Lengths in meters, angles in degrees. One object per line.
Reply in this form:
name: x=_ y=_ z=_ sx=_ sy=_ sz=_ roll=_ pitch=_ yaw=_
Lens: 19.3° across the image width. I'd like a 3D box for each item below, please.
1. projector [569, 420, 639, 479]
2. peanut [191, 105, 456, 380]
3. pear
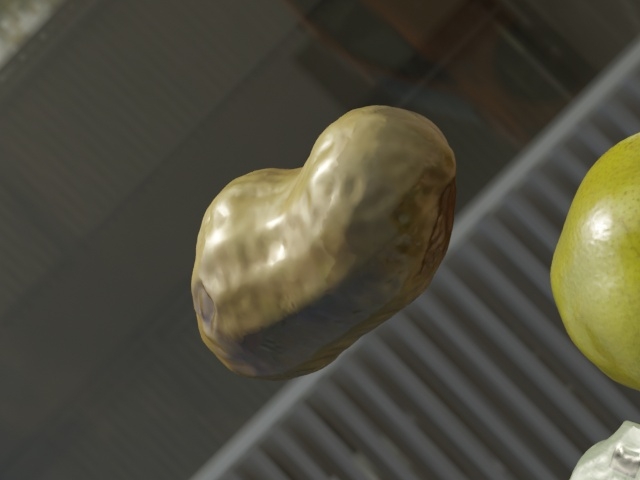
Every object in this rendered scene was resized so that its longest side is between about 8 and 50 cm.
projector: x=0.247 y=0.181 z=0.854 sx=0.198 sy=0.108 sz=0.250 roll=24 pitch=175 yaw=-25
peanut: x=0.000 y=0.000 z=1.064 sx=0.110 sy=0.236 sz=0.120 roll=-9 pitch=-113 yaw=-32
pear: x=0.251 y=0.018 z=1.264 sx=0.198 sy=0.198 sz=0.198 roll=45 pitch=-175 yaw=-5
